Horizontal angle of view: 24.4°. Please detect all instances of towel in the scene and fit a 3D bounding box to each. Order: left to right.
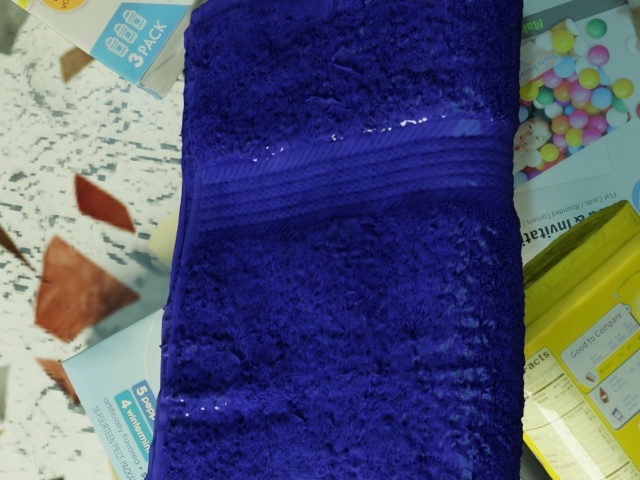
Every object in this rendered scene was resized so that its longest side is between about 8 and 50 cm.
[{"bbox_3d":[0.000,0.000,0.770,0.228,0.076,0.308,-13,69,41],"label":"towel"}]

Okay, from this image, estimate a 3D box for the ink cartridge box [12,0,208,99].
[{"bbox_3d":[-0.146,-0.180,0.897,0.181,0.061,0.104,34,93,10],"label":"ink cartridge box"}]

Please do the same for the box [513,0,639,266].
[{"bbox_3d":[0.120,-0.077,0.860,0.145,0.038,0.186,-18,85,9],"label":"box"}]

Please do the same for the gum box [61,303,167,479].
[{"bbox_3d":[-0.036,0.098,0.875,0.184,0.041,0.157,-29,82,7],"label":"gum box"}]

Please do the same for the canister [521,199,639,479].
[{"bbox_3d":[0.163,0.083,0.784,0.126,0.073,0.170,-37,92,-23],"label":"canister"}]

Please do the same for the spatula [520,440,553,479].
[{"bbox_3d":[0.087,0.068,0.829,0.084,0.030,0.296,-34,87,8],"label":"spatula"}]

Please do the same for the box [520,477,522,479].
[{"bbox_3d":[0.138,0.171,0.849,0.094,0.027,0.137,28,92,9],"label":"box"}]
